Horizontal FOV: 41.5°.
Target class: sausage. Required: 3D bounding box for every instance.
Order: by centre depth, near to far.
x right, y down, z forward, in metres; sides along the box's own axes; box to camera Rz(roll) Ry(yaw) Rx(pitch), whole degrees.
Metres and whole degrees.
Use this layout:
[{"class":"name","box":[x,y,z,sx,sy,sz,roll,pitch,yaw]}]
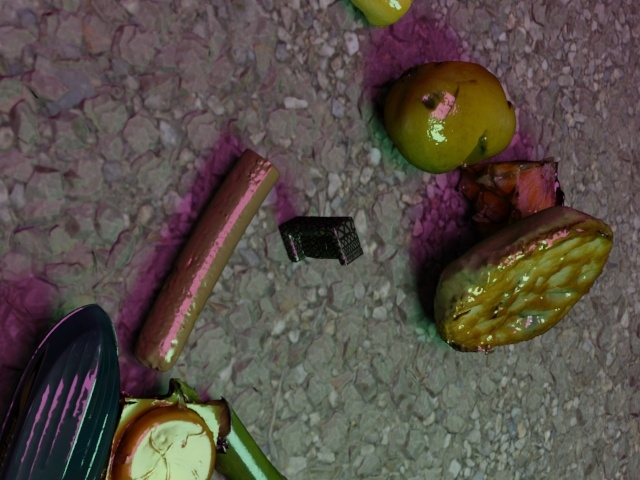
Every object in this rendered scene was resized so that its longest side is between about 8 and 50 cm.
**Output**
[{"class":"sausage","box":[-0.144,0.024,1.059,0.066,0.066,0.301,40,70,-33]}]

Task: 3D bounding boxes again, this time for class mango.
[{"class":"mango","box":[0.205,-0.185,1.274,0.262,0.130,0.167,-9,105,-41]}]

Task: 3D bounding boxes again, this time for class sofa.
[{"class":"sofa","box":[0.000,0.000,1.134,0.039,0.118,0.060,-33,112,-34]}]

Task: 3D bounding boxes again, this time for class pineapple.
[{"class":"pineapple","box":[0.328,-0.068,1.403,0.236,0.114,0.186,48,65,-41]}]

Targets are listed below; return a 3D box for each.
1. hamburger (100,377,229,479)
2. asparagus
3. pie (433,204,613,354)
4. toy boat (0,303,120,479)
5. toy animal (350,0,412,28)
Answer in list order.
[{"class":"hamburger","box":[-0.201,0.257,1.016,0.164,0.093,0.189,30,77,-37]},{"class":"asparagus","box":[-0.082,0.327,1.135,0.067,0.060,0.277,-40,116,-17]},{"class":"pie","box":[0.318,0.066,1.331,0.315,0.092,0.315,-19,140,-17]},{"class":"toy boat","box":[-0.292,0.211,0.922,0.114,0.122,0.296,21,82,-38]},{"class":"toy animal","box":[0.051,-0.361,1.174,0.159,0.083,0.070,20,74,-28]}]
